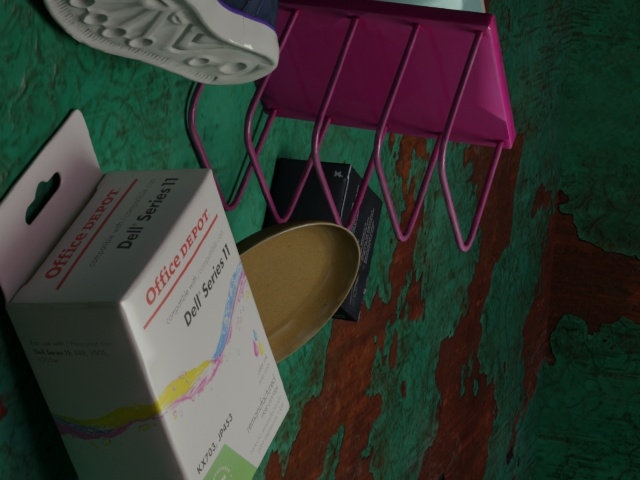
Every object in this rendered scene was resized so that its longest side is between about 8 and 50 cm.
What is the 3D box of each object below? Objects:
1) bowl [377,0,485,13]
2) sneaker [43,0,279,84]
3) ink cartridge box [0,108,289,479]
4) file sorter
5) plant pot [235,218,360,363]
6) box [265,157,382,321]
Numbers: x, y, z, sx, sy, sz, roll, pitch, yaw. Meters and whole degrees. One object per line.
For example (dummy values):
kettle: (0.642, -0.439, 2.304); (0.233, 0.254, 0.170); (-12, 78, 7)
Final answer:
bowl: (0.098, -0.314, 2.092); (0.311, 0.163, 0.312); (-8, 90, -83)
sneaker: (-0.146, -0.288, 1.633); (0.322, 0.130, 0.236); (22, 57, -58)
ink cartridge box: (-0.154, 0.076, 1.626); (0.207, 0.119, 0.353); (-61, 142, -47)
file sorter: (0.032, -0.120, 1.919); (0.202, 0.290, 0.182); (71, 34, -53)
plant pot: (-0.064, 0.060, 1.922); (0.236, 0.032, 0.236); (-29, 149, -19)
box: (0.000, 0.000, 2.174); (0.158, 0.093, 0.156); (46, 54, -68)
